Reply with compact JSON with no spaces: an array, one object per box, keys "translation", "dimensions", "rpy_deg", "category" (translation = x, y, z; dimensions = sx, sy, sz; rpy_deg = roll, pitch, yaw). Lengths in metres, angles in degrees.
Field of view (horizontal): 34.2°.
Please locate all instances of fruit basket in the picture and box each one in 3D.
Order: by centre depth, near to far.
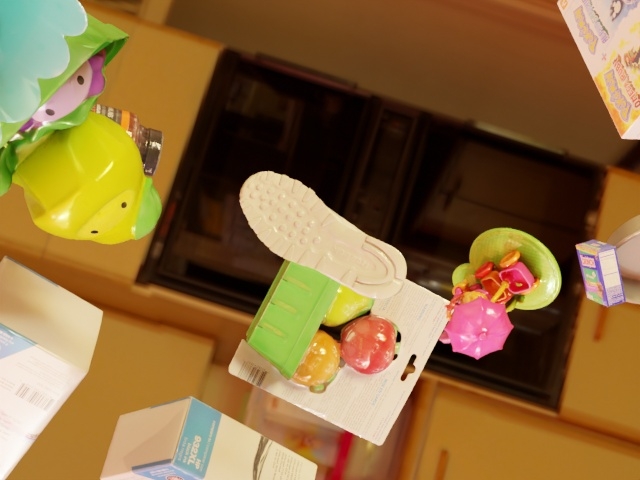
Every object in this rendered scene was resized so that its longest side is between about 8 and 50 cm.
[{"translation":[-0.364,-0.116,1.332],"dimensions":[0.283,0.391,0.392],"rpy_deg":[-103,30,-78],"category":"fruit basket"},{"translation":[0.042,0.190,2.067],"dimensions":[0.327,0.353,0.165],"rpy_deg":[-63,14,2],"category":"fruit basket"}]

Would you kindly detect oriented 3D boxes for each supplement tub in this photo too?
[{"translation":[-0.333,-0.148,1.516],"dimensions":[0.106,0.197,0.106],"rpy_deg":[-169,90,-72],"category":"supplement tub"}]

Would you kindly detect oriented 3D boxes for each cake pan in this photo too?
[{"translation":[0.674,0.024,1.987],"dimensions":[0.293,0.293,0.054],"rpy_deg":[109,163,-53],"category":"cake pan"}]

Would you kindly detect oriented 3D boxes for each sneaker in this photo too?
[{"translation":[0.000,0.000,1.295],"dimensions":[0.090,0.235,0.095],"rpy_deg":[-54,-5,0],"category":"sneaker"}]

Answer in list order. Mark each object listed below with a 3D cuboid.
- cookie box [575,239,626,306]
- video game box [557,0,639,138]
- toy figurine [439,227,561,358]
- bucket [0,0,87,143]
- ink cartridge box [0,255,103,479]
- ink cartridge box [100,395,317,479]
[{"translation":[0.516,0.059,1.915],"dimensions":[0.092,0.040,0.107],"rpy_deg":[-143,38,-77],"category":"cookie box"},{"translation":[0.343,-0.243,1.093],"dimensions":[0.187,0.048,0.205],"rpy_deg":[116,145,-52],"category":"video game box"},{"translation":[0.204,0.086,1.342],"dimensions":[0.173,0.130,0.159],"rpy_deg":[-26,15,48],"category":"toy figurine"},{"translation":[-0.356,-0.182,0.906],"dimensions":[0.281,0.183,0.281],"rpy_deg":[-48,1,1],"category":"bucket"},{"translation":[-0.527,0.213,1.729],"dimensions":[0.270,0.198,0.197],"rpy_deg":[-50,19,19],"category":"ink cartridge box"},{"translation":[-0.194,0.411,1.843],"dimensions":[0.223,0.307,0.129],"rpy_deg":[-22,44,42],"category":"ink cartridge box"}]
